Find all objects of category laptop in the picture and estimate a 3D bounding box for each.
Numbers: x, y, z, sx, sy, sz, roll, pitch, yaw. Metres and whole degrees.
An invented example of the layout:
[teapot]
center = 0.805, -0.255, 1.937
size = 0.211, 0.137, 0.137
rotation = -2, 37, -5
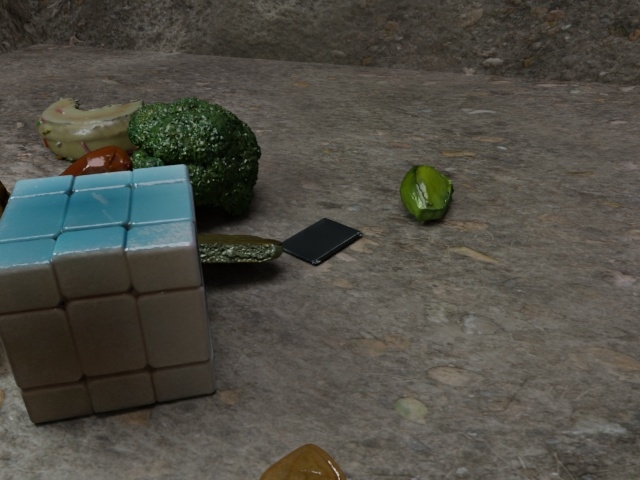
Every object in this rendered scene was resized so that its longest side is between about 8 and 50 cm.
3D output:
[laptop]
center = 0.000, 0.000, 1.519
size = 0.129, 0.016, 0.180
rotation = 22, 37, 36

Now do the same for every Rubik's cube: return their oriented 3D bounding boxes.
[Rubik's cube]
center = -0.363, 0.079, 1.105
size = 0.316, 0.318, 0.322
rotation = -6, 31, -10

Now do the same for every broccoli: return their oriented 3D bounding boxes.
[broccoli]
center = -0.320, -0.210, 1.629
size = 0.321, 0.310, 0.413
rotation = 1, 48, 4

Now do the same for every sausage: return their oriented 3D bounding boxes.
[sausage]
center = -0.537, -0.112, 1.424
size = 0.258, 0.133, 0.133
rotation = -41, 36, 2

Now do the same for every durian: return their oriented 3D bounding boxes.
[durian]
center = 0.279, -0.131, 1.652
size = 0.139, 0.101, 0.250
rotation = 34, 31, -9

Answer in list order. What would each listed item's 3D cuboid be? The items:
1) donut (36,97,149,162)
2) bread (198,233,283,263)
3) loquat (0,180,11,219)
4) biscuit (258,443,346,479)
[donut]
center = -0.748, -0.366, 2.063
size = 0.371, 0.150, 0.307
rotation = 4, 31, 11
[bread]
center = -0.233, 0.018, 1.408
size = 0.286, 0.056, 0.207
rotation = 2, 5, -13
[loquat]
center = -0.752, -0.017, 1.337
size = 0.275, 0.275, 0.275
rotation = -2, 30, 1
[biscuit]
center = -0.029, 0.371, 0.866
size = 0.142, 0.029, 0.220
rotation = 8, 31, 16
